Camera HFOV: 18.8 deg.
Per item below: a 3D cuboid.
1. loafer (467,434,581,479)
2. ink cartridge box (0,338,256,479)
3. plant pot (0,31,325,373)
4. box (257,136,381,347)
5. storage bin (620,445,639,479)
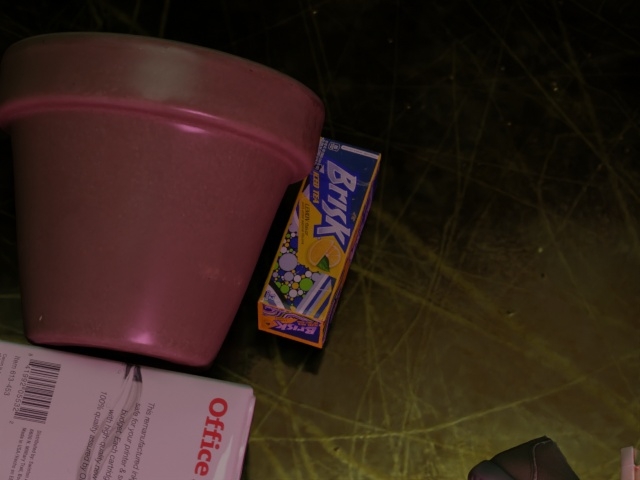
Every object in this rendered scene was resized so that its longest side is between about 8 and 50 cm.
[{"bbox_3d":[0.227,0.240,1.473,0.251,0.094,0.087,43,67,15],"label":"loafer"},{"bbox_3d":[-0.180,0.183,1.475,0.237,0.100,0.172,10,62,2],"label":"ink cartridge box"},{"bbox_3d":[-0.139,-0.018,1.528,0.263,0.263,0.229,7,79,0],"label":"plant pot"},{"bbox_3d":[0.000,0.000,1.613,0.059,0.054,0.169,16,62,6],"label":"box"},{"bbox_3d":[0.345,0.295,1.378,0.260,0.123,0.262,27,54,-34],"label":"storage bin"}]
